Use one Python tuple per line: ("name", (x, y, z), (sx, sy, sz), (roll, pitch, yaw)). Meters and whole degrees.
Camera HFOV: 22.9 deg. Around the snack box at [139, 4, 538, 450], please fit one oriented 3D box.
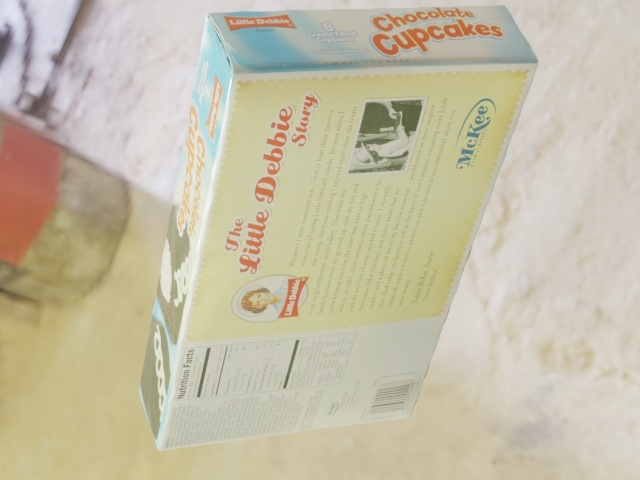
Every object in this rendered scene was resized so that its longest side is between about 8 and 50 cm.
("snack box", (0.000, 0.000, 0.988), (0.322, 0.187, 0.060), (106, 151, -42))
